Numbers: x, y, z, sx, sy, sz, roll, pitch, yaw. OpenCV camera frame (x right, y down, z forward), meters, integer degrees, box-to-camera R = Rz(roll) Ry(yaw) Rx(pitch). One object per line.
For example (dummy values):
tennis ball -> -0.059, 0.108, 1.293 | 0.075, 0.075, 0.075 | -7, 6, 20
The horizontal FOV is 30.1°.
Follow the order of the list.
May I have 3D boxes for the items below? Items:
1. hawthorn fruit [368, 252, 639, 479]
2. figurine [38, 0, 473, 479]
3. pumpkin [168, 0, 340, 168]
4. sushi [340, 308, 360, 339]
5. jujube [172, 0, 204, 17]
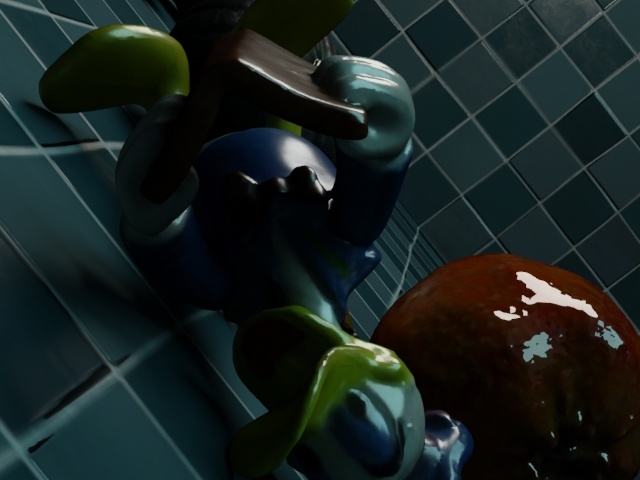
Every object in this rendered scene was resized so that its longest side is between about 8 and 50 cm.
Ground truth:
hawthorn fruit -> 0.126, 0.102, 0.868 | 0.205, 0.205, 0.253 | 48, -1, -24
figurine -> 0.000, 0.000, 0.610 | 0.283, 0.205, 0.338 | 104, -37, -72
pumpkin -> -0.045, -0.099, 0.926 | 0.194, 0.150, 0.194 | 41, 18, -16
sushi -> -0.010, 0.052, 0.795 | 0.120, 0.052, 0.055 | 40, 32, -69
jujube -> -0.102, -0.293, 1.536 | 0.236, 0.168, 0.168 | 36, 10, -6
